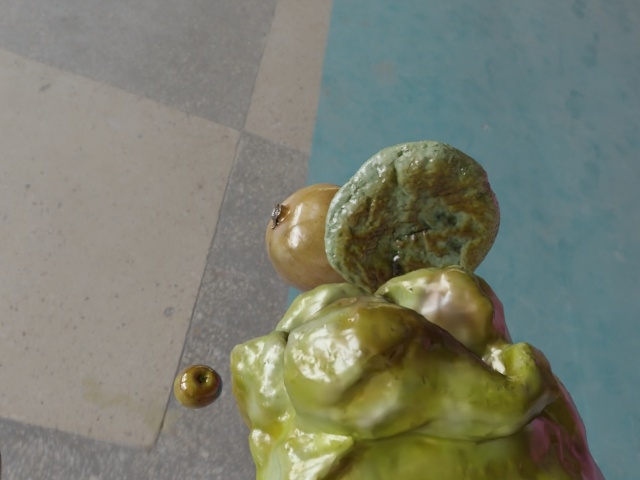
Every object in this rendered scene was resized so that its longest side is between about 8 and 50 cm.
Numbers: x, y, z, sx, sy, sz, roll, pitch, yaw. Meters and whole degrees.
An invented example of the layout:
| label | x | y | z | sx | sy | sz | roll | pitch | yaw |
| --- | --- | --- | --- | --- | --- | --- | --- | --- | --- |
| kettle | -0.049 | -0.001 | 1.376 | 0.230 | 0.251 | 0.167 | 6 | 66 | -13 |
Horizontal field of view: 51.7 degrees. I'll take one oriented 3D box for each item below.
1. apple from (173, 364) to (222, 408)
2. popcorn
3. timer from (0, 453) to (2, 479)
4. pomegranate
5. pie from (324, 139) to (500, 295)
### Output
| label | x | y | z | sx | sy | sz | roll | pitch | yaw |
| --- | --- | --- | --- | --- | --- | --- | --- | --- | --- |
| apple | -0.288 | 0.346 | 1.562 | 0.114 | 0.102 | 0.099 | 7 | 56 | -13 |
| popcorn | 0.068 | 0.147 | 0.453 | 0.276 | 0.226 | 0.276 | 38 | 46 | -54 |
| timer | -0.328 | 0.168 | 0.422 | 0.230 | 0.214 | 0.229 | 1 | 22 | 0 |
| pomegranate | 0.002 | 0.004 | 1.060 | 0.191 | 0.191 | 0.191 | 13 | 49 | -16 |
| pie | 0.119 | -0.015 | 0.858 | 0.241 | 0.240 | 0.054 | 15 | 26 | -14 |
